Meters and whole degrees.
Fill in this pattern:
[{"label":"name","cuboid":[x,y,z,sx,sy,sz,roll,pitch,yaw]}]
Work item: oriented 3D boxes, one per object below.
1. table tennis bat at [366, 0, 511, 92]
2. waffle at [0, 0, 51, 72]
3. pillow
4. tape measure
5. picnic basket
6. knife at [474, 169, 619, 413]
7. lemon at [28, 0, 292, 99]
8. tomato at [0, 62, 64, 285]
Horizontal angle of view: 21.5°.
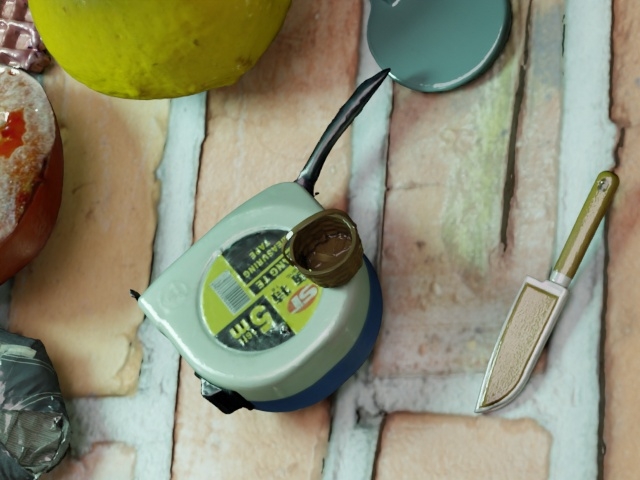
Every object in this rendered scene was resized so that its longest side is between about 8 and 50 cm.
[{"label":"table tennis bat","cuboid":[0.089,-0.242,1.720,0.237,0.038,0.149,35,92,28]},{"label":"waffle","cuboid":[-0.406,-0.258,1.973,0.221,0.055,0.234,-31,60,14]},{"label":"pillow","cuboid":[-0.399,0.157,1.798,0.335,0.092,0.161,14,88,30]},{"label":"tape measure","cuboid":[0.000,0.012,1.644,0.351,0.098,0.215,-43,57,1]},{"label":"picnic basket","cuboid":[0.000,0.000,1.546,0.072,0.083,0.072,-9,63,18]},{"label":"knife","cuboid":[0.208,0.049,1.558,0.046,0.022,0.256,26,90,25]},{"label":"lemon","cuboid":[-0.167,-0.269,1.737,0.284,0.260,0.260,-31,57,45]},{"label":"tomato","cuboid":[-0.421,-0.044,1.839,0.338,0.143,0.338,-6,54,9]}]
